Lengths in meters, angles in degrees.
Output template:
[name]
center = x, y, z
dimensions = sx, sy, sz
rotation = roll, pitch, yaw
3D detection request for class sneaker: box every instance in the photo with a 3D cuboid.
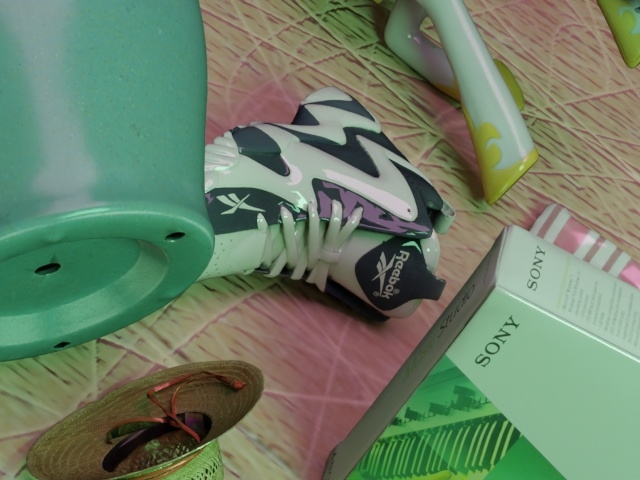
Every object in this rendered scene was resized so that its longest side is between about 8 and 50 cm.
[sneaker]
center = 0.000, 0.000, 1.173
dimensions = 0.153, 0.094, 0.235
rotation = 37, 33, 15

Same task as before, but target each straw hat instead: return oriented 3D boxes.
[straw hat]
center = -0.085, 0.124, 1.036
dimensions = 0.144, 0.144, 0.061
rotation = -34, 114, -44

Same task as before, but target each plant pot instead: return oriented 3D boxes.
[plant pot]
center = -0.181, -0.079, 1.034
dimensions = 0.272, 0.271, 0.255
rotation = -4, 65, -33

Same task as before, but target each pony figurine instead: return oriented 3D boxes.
[pony figurine]
center = 0.103, -0.263, 1.297
dimensions = 0.363, 0.351, 0.303
rotation = 46, 26, 5

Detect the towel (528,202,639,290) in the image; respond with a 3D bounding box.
[towel]
center = 0.212, 0.065, 1.289
dimensions = 0.197, 0.029, 0.144
rotation = 35, 43, 2

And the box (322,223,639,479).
[box]
center = 0.186, 0.147, 1.056
dimensions = 0.322, 0.232, 0.058
rotation = 28, 43, -6
